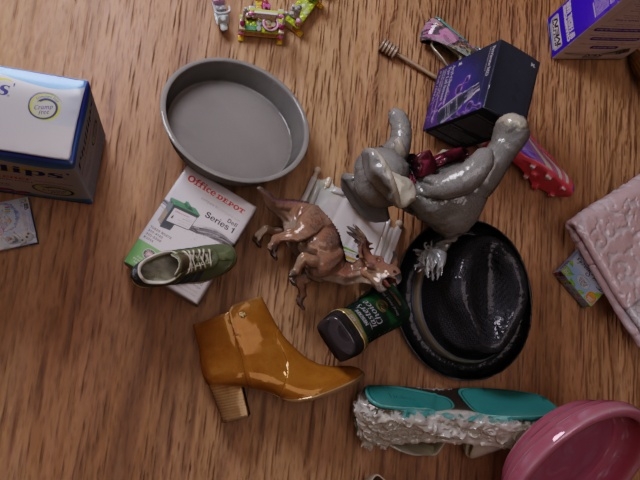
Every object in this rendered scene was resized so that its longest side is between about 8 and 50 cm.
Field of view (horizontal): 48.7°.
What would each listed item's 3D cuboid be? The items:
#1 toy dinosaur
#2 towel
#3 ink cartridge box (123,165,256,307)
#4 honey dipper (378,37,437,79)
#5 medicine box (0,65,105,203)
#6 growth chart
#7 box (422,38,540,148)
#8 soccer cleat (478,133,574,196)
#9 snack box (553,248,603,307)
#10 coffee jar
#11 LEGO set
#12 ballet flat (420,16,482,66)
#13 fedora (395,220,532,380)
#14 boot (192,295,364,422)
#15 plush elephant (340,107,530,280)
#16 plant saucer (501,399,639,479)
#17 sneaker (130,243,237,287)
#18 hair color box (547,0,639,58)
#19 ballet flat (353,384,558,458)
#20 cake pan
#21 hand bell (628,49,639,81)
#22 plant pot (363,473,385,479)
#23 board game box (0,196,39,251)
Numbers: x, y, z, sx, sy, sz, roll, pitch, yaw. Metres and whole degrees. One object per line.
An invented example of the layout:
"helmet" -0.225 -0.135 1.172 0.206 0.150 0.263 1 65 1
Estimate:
"toy dinosaur" 0.000 0.000 1.346 0.200 0.127 0.295 -36 92 -12
"towel" 0.720 0.023 1.521 0.332 0.053 0.316 -28 87 -25
"ink cartridge box" -0.243 -0.008 1.339 0.160 0.092 0.219 31 77 -5
"honey dipper" 0.199 -0.381 1.523 0.161 0.030 0.030 30 76 -7
"medicine box" -0.526 -0.179 1.209 0.264 0.289 0.149 8 79 -10
"growth chart" 0.051 -0.022 1.437 0.237 0.021 0.172 31 77 -5
"box" 0.322 -0.289 1.431 0.108 0.207 0.153 22 74 -23
"soccer cleat" 0.450 -0.187 1.517 0.248 0.083 0.095 34 71 -1
"snack box" 0.585 0.061 1.520 0.141 0.037 0.100 -40 89 -16
"coffee jar" 0.082 0.154 1.348 0.184 0.079 0.096 -27 79 -41
"LEGO set" -0.075 -0.487 1.446 0.287 0.107 0.132 -20 85 -14
"ballet flat" 0.312 -0.398 1.533 0.222 0.077 0.079 32 94 0
"fedora" 0.308 0.110 1.398 0.334 0.152 0.333 2 80 -11
"boot" -0.079 0.205 1.331 0.295 0.104 0.211 -13 84 -9
"plush elephant" 0.176 -0.124 1.333 0.255 0.272 0.329 31 75 -14
"plant saucer" 0.469 0.423 1.340 0.332 0.084 0.332 -14 125 -21
"sneaker" -0.237 0.045 1.238 0.192 0.086 0.064 -12 85 -13
"hair color box" 0.640 -0.492 1.469 0.185 0.339 0.110 -3 79 -12
"ballet flat" 0.256 0.356 1.376 0.409 0.147 0.146 6 79 -7
"cake pan" -0.166 -0.223 1.364 0.293 0.054 0.293 11 58 -18
"hand bell" 0.754 -0.336 1.603 0.126 0.126 0.241 -9 70 -13
"plant pot" 0.099 0.505 1.319 0.109 0.096 0.109 42 75 -3
"board game box" -0.579 -0.028 1.312 0.090 0.020 0.090 -13 84 -14
